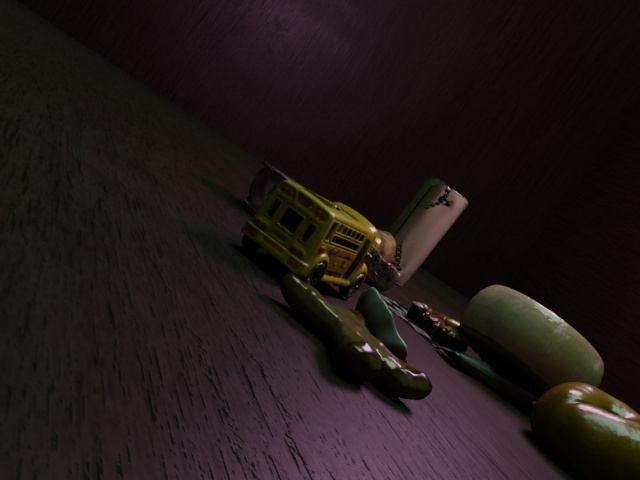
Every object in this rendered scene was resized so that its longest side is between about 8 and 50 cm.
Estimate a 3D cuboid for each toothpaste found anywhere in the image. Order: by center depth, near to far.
[{"bbox_3d":[0.367,0.291,1.483,0.269,0.047,0.069,29,24,-22],"label":"toothpaste"}]

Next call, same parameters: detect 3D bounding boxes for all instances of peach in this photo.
[{"bbox_3d":[0.499,0.356,1.234,0.251,0.153,0.251,18,8,-3],"label":"peach"}]

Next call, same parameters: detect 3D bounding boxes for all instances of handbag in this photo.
[{"bbox_3d":[-0.089,-0.089,1.613,0.179,0.116,0.205,33,5,-22],"label":"handbag"},{"bbox_3d":[0.327,-0.029,2.293,0.160,0.358,0.237,37,6,0],"label":"handbag"}]

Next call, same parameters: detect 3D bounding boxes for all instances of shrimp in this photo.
[{"bbox_3d":[0.413,0.259,1.988,0.217,0.051,0.150,30,-1,-6],"label":"shrimp"}]

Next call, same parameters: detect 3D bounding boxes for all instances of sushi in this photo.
[{"bbox_3d":[0.271,0.197,1.657,0.290,0.050,0.264,39,7,41],"label":"sushi"}]

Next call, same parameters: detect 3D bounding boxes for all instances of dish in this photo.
[{"bbox_3d":[0.082,0.140,1.047,0.039,0.091,0.137,-15,53,-25],"label":"dish"}]

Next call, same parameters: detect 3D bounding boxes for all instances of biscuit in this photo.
[{"bbox_3d":[0.041,0.129,0.914,0.164,0.047,0.208,35,4,-37],"label":"biscuit"}]

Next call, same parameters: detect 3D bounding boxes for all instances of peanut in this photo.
[{"bbox_3d":[0.158,0.022,2.100,0.137,0.122,0.253,48,13,23],"label":"peanut"}]

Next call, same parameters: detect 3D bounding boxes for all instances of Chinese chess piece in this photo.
[{"bbox_3d":[0.476,0.248,1.579,0.338,0.140,0.338,40,-9,8],"label":"Chinese chess piece"}]

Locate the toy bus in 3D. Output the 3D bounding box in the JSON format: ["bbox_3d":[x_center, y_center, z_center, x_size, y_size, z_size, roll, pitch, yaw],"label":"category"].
[{"bbox_3d":[0.000,0.000,1.221,0.144,0.152,0.330,36,6,20],"label":"toy bus"}]

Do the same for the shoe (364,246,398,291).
[{"bbox_3d":[0.118,0.053,1.773,0.180,0.089,0.092,35,6,-22],"label":"shoe"}]
